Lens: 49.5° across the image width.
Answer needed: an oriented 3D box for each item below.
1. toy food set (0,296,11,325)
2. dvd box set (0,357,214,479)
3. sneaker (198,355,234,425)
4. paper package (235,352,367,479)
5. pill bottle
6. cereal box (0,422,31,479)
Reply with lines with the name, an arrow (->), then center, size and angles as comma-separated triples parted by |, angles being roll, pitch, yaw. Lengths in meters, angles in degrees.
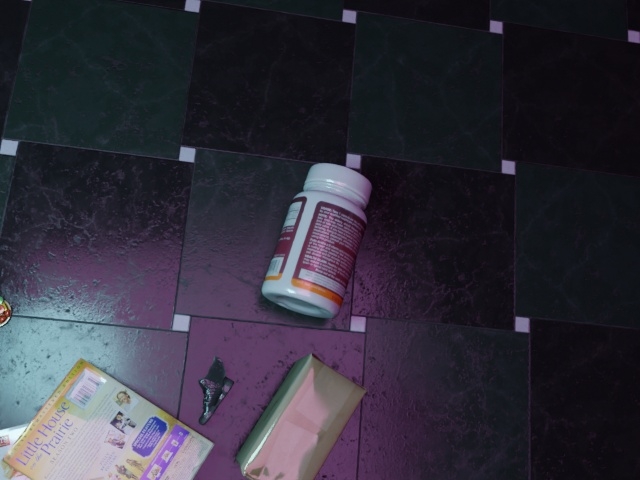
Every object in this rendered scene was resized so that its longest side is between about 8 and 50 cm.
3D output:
toy food set -> -0.871, 0.192, 1.853 | 0.083, 0.020, 0.082 | -30, 82, -14
dvd box set -> -0.528, 0.538, 1.760 | 0.420, 0.062, 0.307 | 33, 63, -2
sneaker -> -0.299, 0.405, 1.873 | 0.089, 0.051, 0.170 | 35, 69, 1
paper package -> -0.060, 0.469, 1.755 | 0.168, 0.309, 0.324 | 33, 74, -2
pill bottle -> 0.000, 0.000, 1.933 | 0.224, 0.224, 0.392 | 20, 74, -3
cereal box -> -0.743, 0.587, 1.756 | 0.173, 0.047, 0.240 | -12, 78, -13
